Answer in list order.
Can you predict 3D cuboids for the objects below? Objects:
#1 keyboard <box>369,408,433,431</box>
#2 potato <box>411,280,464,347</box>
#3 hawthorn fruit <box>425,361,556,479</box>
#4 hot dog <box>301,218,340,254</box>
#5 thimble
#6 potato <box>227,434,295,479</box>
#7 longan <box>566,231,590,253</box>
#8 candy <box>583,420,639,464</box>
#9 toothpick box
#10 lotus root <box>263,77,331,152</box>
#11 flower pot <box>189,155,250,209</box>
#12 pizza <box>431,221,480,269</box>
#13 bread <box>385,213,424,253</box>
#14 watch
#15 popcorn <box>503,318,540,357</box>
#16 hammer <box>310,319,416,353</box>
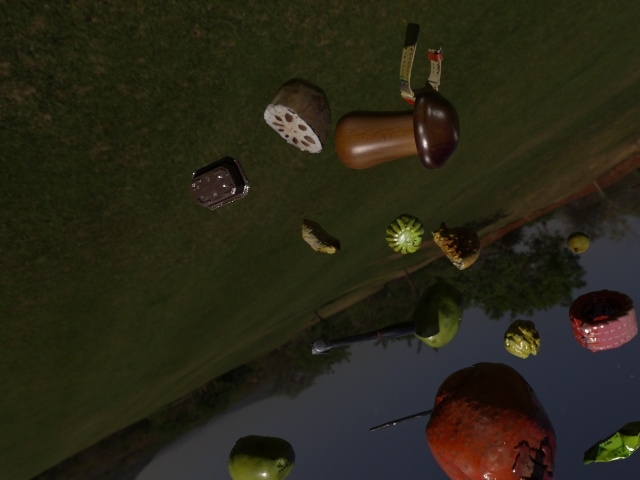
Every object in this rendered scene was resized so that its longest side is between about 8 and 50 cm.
[{"bbox_3d":[0.301,0.656,1.702,0.251,0.017,0.087,-24,153,18],"label":"keyboard"},{"bbox_3d":[0.510,0.319,2.024,0.216,0.216,0.304,-44,-163,53],"label":"potato"},{"bbox_3d":[0.372,0.425,0.979,0.276,0.276,0.307,-30,-152,-1],"label":"hawthorn fruit"},{"bbox_3d":[-0.001,0.001,1.406,0.078,0.169,0.061,-14,134,-38],"label":"hot dog"},{"bbox_3d":[0.895,0.249,1.480,0.190,0.125,0.163,-26,-153,1],"label":"thimble"},{"bbox_3d":[-0.182,0.677,1.427,0.186,0.148,0.253,19,154,-19],"label":"potato"},{"bbox_3d":[0.839,0.011,1.520,0.083,0.075,0.075,-61,-176,-25],"label":"longan"},{"bbox_3d":[0.919,0.607,1.410,0.149,0.069,0.246,-8,140,-39],"label":"candy"},{"bbox_3d":[0.194,-0.265,1.166,0.294,0.192,0.192,-2,-173,31],"label":"toothpick box"},{"bbox_3d":[-0.069,-0.470,1.721,0.272,0.272,0.192,104,10,-76],"label":"lotus root"},{"bbox_3d":[-0.427,-0.225,1.902,0.251,0.178,0.084,-20,-167,22],"label":"flower pot"},{"bbox_3d":[0.608,-0.001,2.091,0.289,0.229,0.081,-54,163,-44],"label":"pizza"},{"bbox_3d":[0.288,-0.019,1.575,0.139,0.130,0.071,-59,-171,26],"label":"bread"},{"bbox_3d":[0.357,-0.618,1.643,0.165,0.102,0.268,-18,126,-33],"label":"watch"},{"bbox_3d":[0.616,0.298,1.415,0.116,0.106,0.121,-53,149,0],"label":"popcorn"},{"bbox_3d":[0.114,0.254,1.222,0.290,0.037,0.137,-10,164,-11],"label":"hammer"}]
